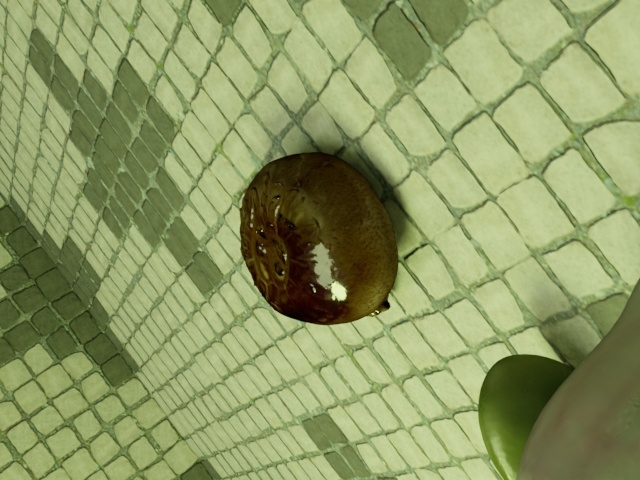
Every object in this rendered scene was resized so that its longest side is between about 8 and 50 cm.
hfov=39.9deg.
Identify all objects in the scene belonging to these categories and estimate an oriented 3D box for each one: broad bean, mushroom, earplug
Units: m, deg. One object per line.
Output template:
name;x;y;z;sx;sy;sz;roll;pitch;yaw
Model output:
broad bean;0.292;0.249;1.049;0.263;0.189;0.121;38;147;2
mushroom;-0.007;0.011;1.266;0.278;0.163;0.297;60;150;-9
earplug;0.292;0.167;0.834;0.172;0.301;0.172;37;147;30
